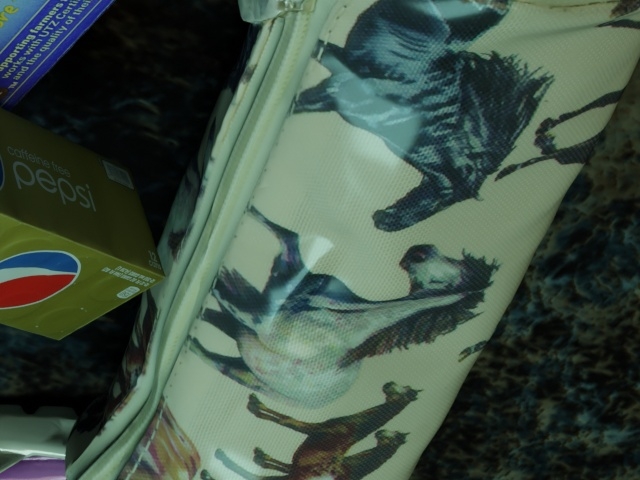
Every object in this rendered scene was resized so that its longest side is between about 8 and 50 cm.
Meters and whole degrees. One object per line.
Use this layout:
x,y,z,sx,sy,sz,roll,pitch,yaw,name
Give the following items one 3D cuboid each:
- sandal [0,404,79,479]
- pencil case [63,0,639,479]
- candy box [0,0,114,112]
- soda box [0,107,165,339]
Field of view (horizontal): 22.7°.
-0.221,0.172,0.880,0.416,0.102,0.169,-8,132,-1,sandal
0.000,0.000,0.720,0.184,0.160,0.410,2,133,-28,pencil case
-0.198,-0.157,0.502,0.317,0.122,0.268,11,138,-47,candy box
-0.139,-0.015,0.605,0.061,0.058,0.181,-30,153,19,soda box
